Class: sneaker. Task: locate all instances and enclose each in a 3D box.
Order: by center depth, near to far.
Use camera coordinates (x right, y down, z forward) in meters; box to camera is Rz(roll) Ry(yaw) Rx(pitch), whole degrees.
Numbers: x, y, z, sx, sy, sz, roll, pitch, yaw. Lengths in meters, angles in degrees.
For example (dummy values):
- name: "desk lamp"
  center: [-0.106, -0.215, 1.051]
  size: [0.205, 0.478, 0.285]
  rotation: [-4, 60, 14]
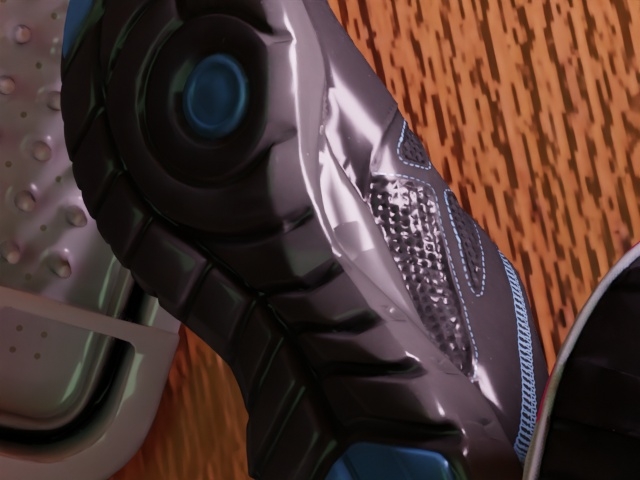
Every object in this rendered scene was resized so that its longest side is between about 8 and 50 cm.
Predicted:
- name: "sneaker"
  center: [0.000, 0.000, 0.767]
  size: [0.125, 0.139, 0.341]
  rotation: [-32, 71, 30]

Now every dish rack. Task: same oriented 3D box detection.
- name: "dish rack"
  center: [-0.179, -0.071, 0.828]
  size: [0.285, 0.072, 0.333]
  rotation: [17, 94, -15]

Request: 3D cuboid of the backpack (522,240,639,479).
- name: "backpack"
  center: [0.200, 0.102, 0.624]
  size: [0.253, 0.191, 0.225]
  rotation: [9, 81, 17]
